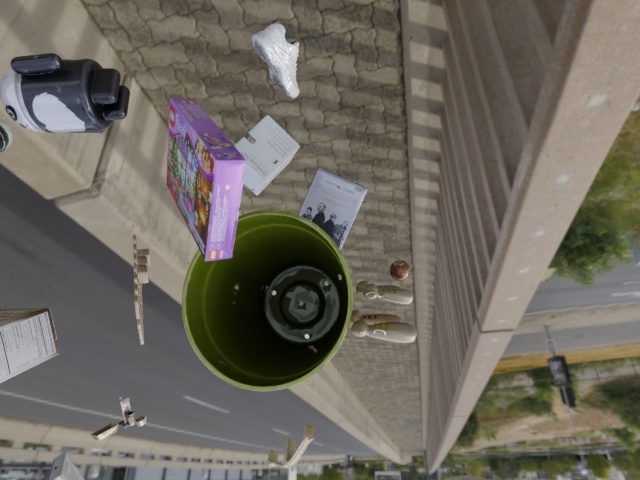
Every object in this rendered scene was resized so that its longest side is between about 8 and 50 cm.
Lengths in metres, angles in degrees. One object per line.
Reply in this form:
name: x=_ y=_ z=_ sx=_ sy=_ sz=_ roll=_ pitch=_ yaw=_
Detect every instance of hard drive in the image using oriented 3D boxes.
hard drive: x=-0.664 y=0.772 z=1.205 sx=0.040 sy=0.319 sz=0.210 roll=-31 pitch=-173 yaw=-28

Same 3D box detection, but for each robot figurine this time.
robot figurine: x=-0.627 y=-0.353 z=1.048 sx=0.277 sy=0.174 sz=0.209 roll=-3 pitch=118 yaw=-2

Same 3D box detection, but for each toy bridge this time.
toy bridge: x=-0.077 y=0.527 z=1.054 sx=0.026 sy=0.063 sz=0.188 roll=29 pitch=123 yaw=-21

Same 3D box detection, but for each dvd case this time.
dvd case: x=0.028 y=-0.097 z=1.399 sx=0.179 sy=0.239 sz=0.029 roll=23 pitch=-169 yaw=-4

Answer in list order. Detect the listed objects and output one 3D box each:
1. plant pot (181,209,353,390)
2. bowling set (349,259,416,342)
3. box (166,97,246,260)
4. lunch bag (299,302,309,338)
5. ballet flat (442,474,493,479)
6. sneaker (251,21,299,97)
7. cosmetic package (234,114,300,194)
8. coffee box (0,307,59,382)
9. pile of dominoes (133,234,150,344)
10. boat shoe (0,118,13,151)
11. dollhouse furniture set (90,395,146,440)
plant pot: x=-0.085 y=0.149 z=1.035 sx=0.365 sy=0.367 sz=0.353 roll=-6 pitch=168 yaw=9
bowling set: x=0.144 y=0.145 z=1.103 sx=0.153 sy=0.200 sz=0.287 roll=7 pitch=174 yaw=-6
box: x=-0.234 y=-0.127 z=0.823 sx=0.057 sy=0.293 sz=0.201 roll=-6 pitch=127 yaw=-32
lunch bag: x=-0.136 y=0.323 z=1.516 sx=0.262 sy=0.160 sz=0.223 roll=-7 pitch=-159 yaw=-38
ballet flat: x=0.190 y=0.311 z=0.352 sx=0.139 sy=0.139 sz=0.400 roll=15 pitch=170 yaw=-26
sneaker: x=-0.095 y=-0.510 z=1.208 sx=0.115 sy=0.090 sz=0.232 roll=-42 pitch=149 yaw=-5
cosmetic package: x=-0.196 y=-0.280 z=1.412 sx=0.151 sy=0.184 sz=0.151 roll=42 pitch=158 yaw=-7
coffee box: x=-0.605 y=0.200 z=0.715 sx=0.141 sy=0.099 sz=0.246 roll=-4 pitch=-171 yaw=17
pile of dominoes: x=-0.492 y=0.133 z=1.184 sx=0.040 sy=0.251 sz=0.196 roll=-4 pitch=144 yaw=-21
boat shoe: x=-0.900 y=-0.250 z=0.940 sx=0.339 sy=0.113 sz=0.127 roll=14 pitch=124 yaw=-23
dollhouse furniture set: x=-0.541 y=0.469 z=1.123 sx=0.090 sy=0.081 sz=0.114 roll=-7 pitch=-177 yaw=29
